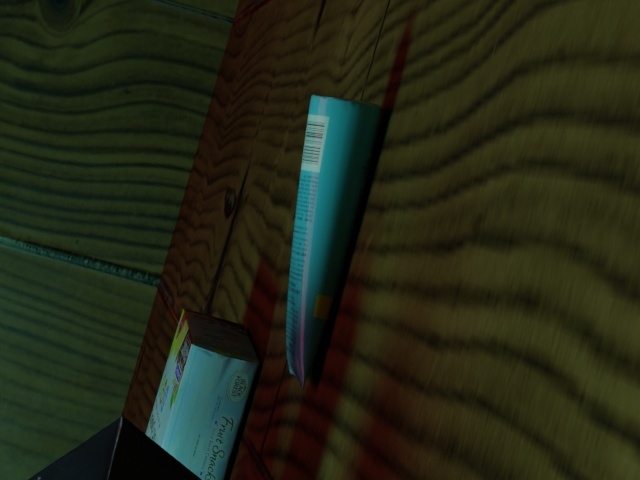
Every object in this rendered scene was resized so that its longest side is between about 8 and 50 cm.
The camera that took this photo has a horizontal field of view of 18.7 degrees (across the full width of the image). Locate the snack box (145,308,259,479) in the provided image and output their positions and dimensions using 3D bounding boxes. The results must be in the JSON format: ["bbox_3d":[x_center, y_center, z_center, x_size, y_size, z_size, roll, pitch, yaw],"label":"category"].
[{"bbox_3d":[-0.117,0.167,1.801,0.207,0.070,0.174,-124,50,-81],"label":"snack box"}]

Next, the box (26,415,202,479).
[{"bbox_3d":[-0.137,0.226,1.305,0.158,0.156,0.093,-34,27,28],"label":"box"}]

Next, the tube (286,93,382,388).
[{"bbox_3d":[0.000,0.000,1.401,0.080,0.052,0.207,-126,47,-86],"label":"tube"}]
